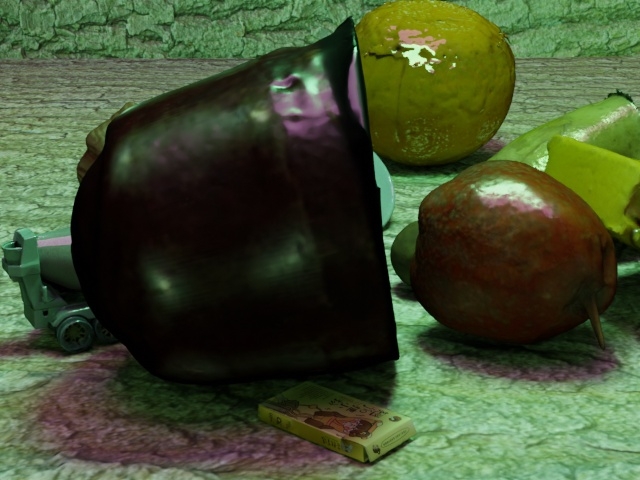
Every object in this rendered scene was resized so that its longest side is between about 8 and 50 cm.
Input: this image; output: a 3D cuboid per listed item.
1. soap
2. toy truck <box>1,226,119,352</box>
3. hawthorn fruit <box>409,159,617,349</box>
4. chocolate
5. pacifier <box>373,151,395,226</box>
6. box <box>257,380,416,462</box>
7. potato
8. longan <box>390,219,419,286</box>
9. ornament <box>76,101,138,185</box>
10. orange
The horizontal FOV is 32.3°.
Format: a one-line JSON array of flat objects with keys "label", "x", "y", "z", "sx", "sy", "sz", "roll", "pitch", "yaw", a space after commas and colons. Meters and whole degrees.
[{"label": "soap", "x": 0.444, "y": -0.030, "z": 1.370, "sx": 0.324, "sy": 0.096, "sz": 0.204, "roll": 14, "pitch": 11, "yaw": -29}, {"label": "toy truck", "x": -0.251, "y": 0.040, "z": 1.341, "sx": 0.256, "sy": 0.140, "sz": 0.108, "roll": -11, "pitch": 19, "yaw": -26}, {"label": "hawthorn fruit", "x": 0.232, "y": 0.030, "z": 1.242, "sx": 0.210, "sy": 0.211, "sz": 0.262, "roll": -18, "pitch": 39, "yaw": -40}, {"label": "chocolate", "x": -0.093, "y": -0.020, "z": 1.192, "sx": 0.331, "sy": 0.384, "sz": 0.384, "roll": -8, "pitch": 17, "yaw": 5}, {"label": "pacifier", "x": -0.004, "y": -0.141, "z": 1.672, "sx": 0.299, "sy": 0.233, "sz": 0.244, "roll": 18, "pitch": 53, "yaw": -14}, {"label": "box", "x": 0.014, "y": 0.175, "z": 1.081, "sx": 0.149, "sy": 0.020, "sz": 0.073, "roll": 14, "pitch": 23, "yaw": 40}, {"label": "potato", "x": 0.341, "y": -0.074, "z": 1.570, "sx": 0.266, "sy": 0.229, "sz": 0.229, "roll": -20, "pitch": 20, "yaw": -6}, {"label": "longan", "x": 0.147, "y": 0.019, "z": 1.433, "sx": 0.113, "sy": 0.092, "sz": 0.113, "roll": -2, "pitch": 15, "yaw": 1}, {"label": "ornament", "x": -0.231, "y": -0.062, "z": 1.598, "sx": 0.235, "sy": 0.221, "sz": 0.217, "roll": -46, "pitch": 31, "yaw": -2}, {"label": "orange", "x": 0.191, "y": -0.286, "z": 2.067, "sx": 0.340, "sy": 0.293, "sz": 0.341, "roll": 6, "pitch": 33, "yaw": -4}]
